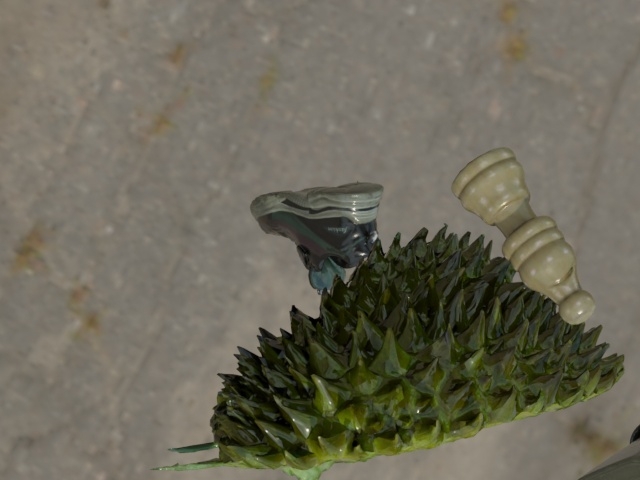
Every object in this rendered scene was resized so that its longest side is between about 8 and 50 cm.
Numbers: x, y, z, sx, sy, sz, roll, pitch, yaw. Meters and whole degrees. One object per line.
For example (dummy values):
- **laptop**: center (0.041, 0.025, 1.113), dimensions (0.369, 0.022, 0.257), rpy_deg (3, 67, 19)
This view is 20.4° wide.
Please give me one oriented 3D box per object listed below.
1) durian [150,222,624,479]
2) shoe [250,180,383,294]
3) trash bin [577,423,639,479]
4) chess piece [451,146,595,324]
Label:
- **durian**: center (0.077, 0.094, 1.133), dimensions (0.352, 0.158, 0.169), rpy_deg (-6, 133, -55)
- **shoe**: center (0.000, 0.000, 1.602), dimensions (0.071, 0.169, 0.099), rpy_deg (-11, 93, -35)
- **trash bin**: center (0.424, 0.305, 2.036), dimensions (0.220, 0.219, 0.250), rpy_deg (-34, 169, 40)
- **chess piece**: center (0.101, 0.001, 0.848), dimensions (0.035, 0.092, 0.035), rpy_deg (-27, 156, -13)
